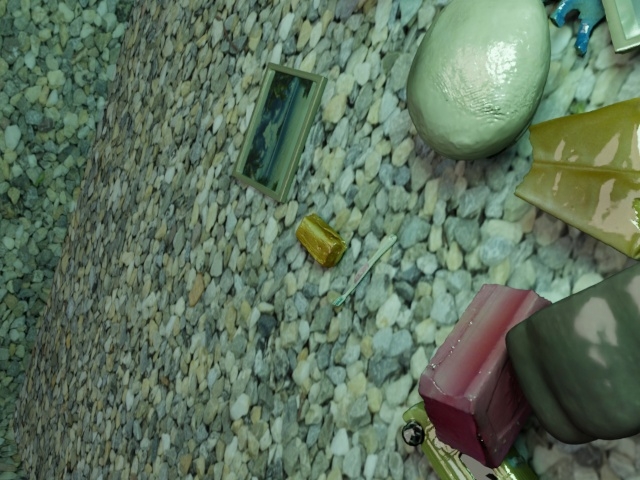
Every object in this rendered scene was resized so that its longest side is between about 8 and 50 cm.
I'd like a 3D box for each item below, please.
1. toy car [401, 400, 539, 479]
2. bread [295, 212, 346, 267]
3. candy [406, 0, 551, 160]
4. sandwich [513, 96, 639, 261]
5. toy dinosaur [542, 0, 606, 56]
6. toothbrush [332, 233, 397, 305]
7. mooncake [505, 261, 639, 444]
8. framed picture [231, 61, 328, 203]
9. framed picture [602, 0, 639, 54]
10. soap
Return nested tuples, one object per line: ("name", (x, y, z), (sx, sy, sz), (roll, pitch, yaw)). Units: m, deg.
("toy car", (0.240, 0.343, 0.850), (0.124, 0.101, 0.256), (-48, 53, 18))
("bread", (0.000, 0.000, 1.199), (0.132, 0.054, 0.074), (44, 118, 41))
("candy", (0.234, -0.263, 0.860), (0.295, 0.186, 0.295), (-170, 90, -77))
("sandwich", (0.379, -0.062, 0.773), (0.186, 0.108, 0.219), (-10, 78, 45))
("toy dinosaur", (0.383, -0.379, 0.850), (0.329, 0.076, 0.144), (40, 102, 38))
("toothbrush", (0.089, 0.062, 1.119), (0.204, 0.022, 0.017), (-51, 53, 24))
("mooncake", (0.374, 0.118, 0.626), (0.306, 0.306, 0.154), (-35, 65, 37))
("framed picture", (-0.110, -0.275, 1.385), (0.232, 0.024, 0.314), (30, 105, 44))
("framed picture", (0.483, -0.414, 0.750), (0.213, 0.016, 0.288), (-13, 73, 28))
("soap", (0.251, 0.171, 0.799), (0.099, 0.162, 0.250), (9, 48, 47))
